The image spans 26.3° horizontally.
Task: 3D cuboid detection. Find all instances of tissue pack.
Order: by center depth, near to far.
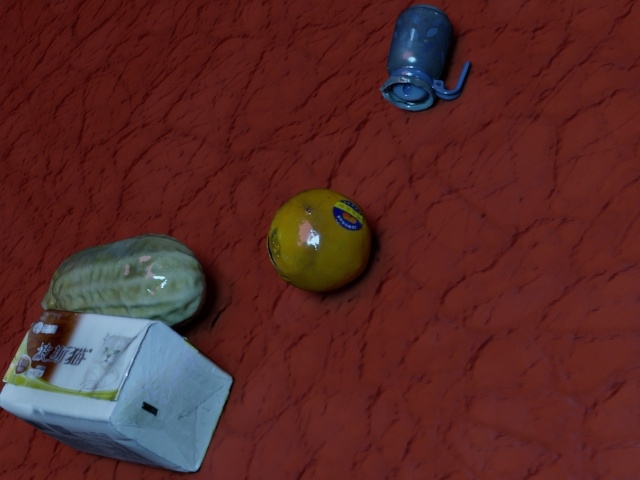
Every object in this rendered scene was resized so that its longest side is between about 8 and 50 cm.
[{"bbox_3d":[-0.164,0.118,1.100,0.149,0.106,0.099,2,62,43],"label":"tissue pack"}]

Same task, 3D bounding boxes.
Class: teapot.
[{"bbox_3d":[0.087,-0.148,1.127,0.049,0.063,0.083,136,150,-62],"label":"teapot"}]

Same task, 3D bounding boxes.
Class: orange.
[{"bbox_3d":[-0.001,0.000,1.062,0.083,0.083,0.083,-24,46,28],"label":"orange"}]

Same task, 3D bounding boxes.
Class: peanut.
[{"bbox_3d":[-0.170,0.038,1.182,0.194,0.083,0.093,-5,41,46],"label":"peanut"}]
